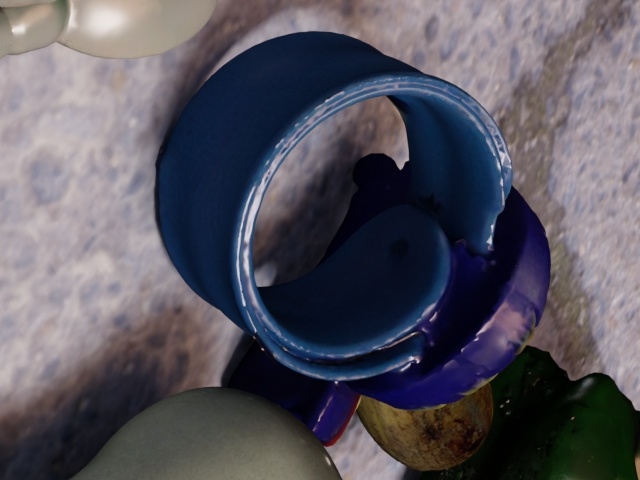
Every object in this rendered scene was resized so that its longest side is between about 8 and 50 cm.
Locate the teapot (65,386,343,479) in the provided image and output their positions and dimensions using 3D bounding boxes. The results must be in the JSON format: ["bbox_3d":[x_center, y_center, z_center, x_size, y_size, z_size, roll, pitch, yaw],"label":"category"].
[{"bbox_3d":[-0.111,0.156,0.812,0.250,0.183,0.184,11,101,-41],"label":"teapot"}]

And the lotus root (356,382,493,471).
[{"bbox_3d":[0.062,0.090,1.052,0.089,0.080,0.179,-55,144,-18],"label":"lotus root"}]

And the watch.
[{"bbox_3d":[0.008,-0.004,0.884,0.200,0.171,0.196,43,76,-37],"label":"watch"}]

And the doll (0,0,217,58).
[{"bbox_3d":[-0.103,-0.137,0.689,0.258,0.195,0.153,-36,104,2],"label":"doll"}]

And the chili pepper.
[{"bbox_3d":[0.139,0.211,1.152,0.261,0.165,0.174,-67,162,-4],"label":"chili pepper"}]
